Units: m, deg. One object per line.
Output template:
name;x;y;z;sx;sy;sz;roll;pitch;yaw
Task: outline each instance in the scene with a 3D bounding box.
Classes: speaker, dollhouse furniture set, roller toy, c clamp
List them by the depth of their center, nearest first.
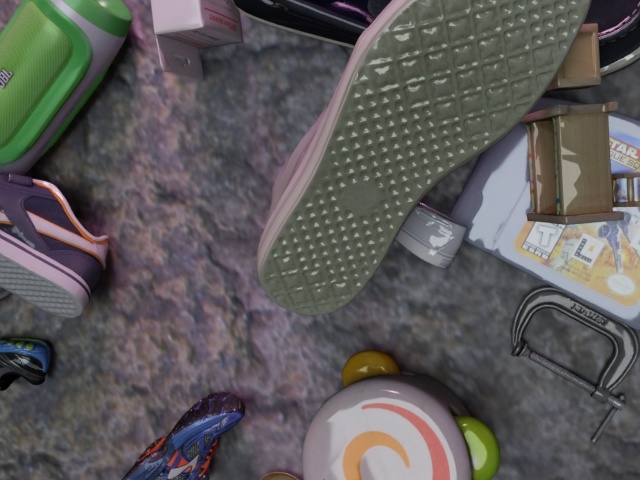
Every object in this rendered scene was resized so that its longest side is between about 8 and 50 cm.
dollhouse furniture set;0.292;-0.114;0.696;0.160;0.101;0.182;-5;94;-6
c clamp;0.285;0.134;0.797;0.160;0.022;0.137;35;105;11
roller toy;0.084;0.250;0.811;0.209;0.146;0.191;30;95;19
speaker;-0.378;-0.211;0.921;0.131;0.131;0.296;46;107;8

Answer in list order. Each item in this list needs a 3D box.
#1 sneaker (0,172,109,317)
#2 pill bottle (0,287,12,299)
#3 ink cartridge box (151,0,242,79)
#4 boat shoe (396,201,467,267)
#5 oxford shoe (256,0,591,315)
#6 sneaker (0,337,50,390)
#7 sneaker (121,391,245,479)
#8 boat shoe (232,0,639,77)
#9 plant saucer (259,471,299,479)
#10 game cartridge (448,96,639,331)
sneaker;-0.428;-0.030;0.908;0.321;0.128;0.126;36;139;-20
pill bottle;-0.520;-0.011;0.991;0.121;0.121;0.216;-27;87;19
ink cartridge box;-0.150;-0.301;0.841;0.067;0.115;0.198;-3;96;18
boat shoe;0.088;-0.043;0.801;0.184;0.066;0.063;42;110;33
oxford shoe;0.075;-0.116;0.683;0.169;0.130;0.449;28;119;-16
sneaker;-0.486;0.182;1.030;0.188;0.067;0.078;1;90;15
sneaker;-0.171;0.285;0.943;0.087;0.083;0.221;45;113;-5
boat shoe;0.108;-0.276;0.733;0.499;0.156;0.187;16;91;15
plant saucer;-0.048;0.346;0.933;0.083;0.015;0.084;2;97;18
game cartridge;0.309;-0.031;0.756;0.297;0.062;0.198;28;108;13
